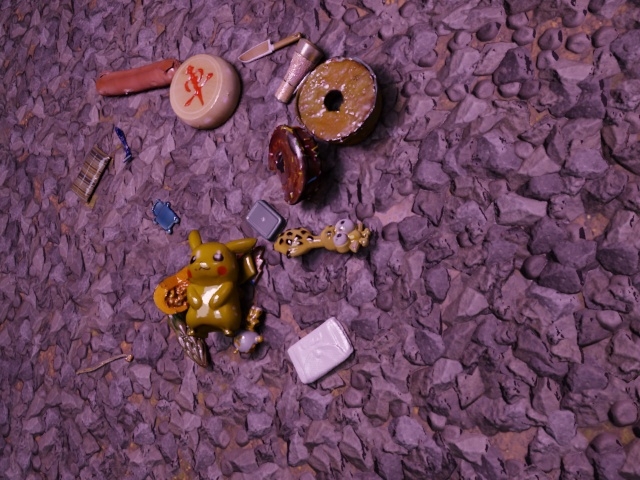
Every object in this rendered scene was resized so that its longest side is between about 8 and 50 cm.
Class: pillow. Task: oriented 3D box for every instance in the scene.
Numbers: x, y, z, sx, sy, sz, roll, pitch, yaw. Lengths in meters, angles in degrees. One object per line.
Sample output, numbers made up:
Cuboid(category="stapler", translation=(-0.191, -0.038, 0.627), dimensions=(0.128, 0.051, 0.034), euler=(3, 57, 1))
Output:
Cuboid(category="pillow", translation=(-0.873, -0.253, 2.118), dimensions=(0.113, 0.038, 0.203), euler=(33, 98, 29))

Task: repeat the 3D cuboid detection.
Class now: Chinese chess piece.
Cuboid(category="Chinese chess piece", translation=(-0.385, -0.495, 1.854), dimensions=(0.251, 0.097, 0.250), euler=(-5, 80, 29))

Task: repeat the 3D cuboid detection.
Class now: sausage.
Cuboid(category="sausage", translation=(-0.666, -0.587, 2.030), dimensions=(0.419, 0.094, 0.094), euler=(0, 43, 29))

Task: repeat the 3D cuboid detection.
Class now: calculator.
Cuboid(category="calculator", translation=(-0.536, -0.087, 1.915), dimensions=(0.141, 0.019, 0.094), euler=(43, 102, 29))

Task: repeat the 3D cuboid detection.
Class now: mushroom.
Cuboid(category="mushroom", translation=(-0.756, 0.431, 1.952), dimensions=(0.286, 0.028, 0.025), euler=(-17, 116, 27))

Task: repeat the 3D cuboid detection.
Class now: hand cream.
Cuboid(category="hand cream", translation=(-0.075, -0.508, 1.699), dimensions=(0.084, 0.084, 0.203), euler=(43, 108, 28))

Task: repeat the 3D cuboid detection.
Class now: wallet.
Cuboid(category="wallet", translation=(-0.002, 0.306, 1.546), dimensions=(0.183, 0.032, 0.124), euler=(-38, 63, 20))

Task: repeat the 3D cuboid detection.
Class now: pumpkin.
Cuboid(category="pumpkin", translation=(-0.432, 0.155, 1.753), dimensions=(0.184, 0.108, 0.118), euler=(-31, 94, -16))

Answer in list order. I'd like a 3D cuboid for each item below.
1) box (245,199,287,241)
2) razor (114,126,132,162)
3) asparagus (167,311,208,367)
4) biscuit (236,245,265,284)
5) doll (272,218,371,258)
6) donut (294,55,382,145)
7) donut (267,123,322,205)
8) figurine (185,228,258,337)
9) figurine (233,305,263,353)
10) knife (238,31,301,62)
Cuboid(category="box", translation=(-0.168, -0.062, 1.698), dimensions=(0.126, 0.031, 0.091), euler=(43, 103, 26))
Cuboid(category="razor", translation=(-0.726, -0.355, 2.059), dimensions=(0.044, 0.028, 0.154), euler=(-34, 68, 20))
Cuboid(category="asparagus", translation=(-0.427, 0.283, 1.759), dimensions=(0.080, 0.080, 0.287), euler=(-44, 65, 16))
Cuboid(category="biscuit", translation=(-0.214, 0.074, 1.708), dimensions=(0.120, 0.019, 0.129), euler=(-24, 71, 24))
Cuboid(category="doll", translation=(-0.001, 0.000, 1.565), dimensions=(0.291, 0.086, 0.117), euler=(-5, 50, 27))
Cuboid(category="donut", translation=(0.059, -0.387, 1.591), dimensions=(0.272, 0.107, 0.271), euler=(-8, 73, 28))
Cuboid(category="donut", translation=(-0.070, -0.227, 1.599), dimensions=(0.230, 0.096, 0.216), euler=(57, 146, 38))
Cuboid(category="figurine", translation=(-0.298, 0.125, 1.647), dimensions=(0.218, 0.169, 0.326), euler=(-2, 90, 12))
Cuboid(category="figurine", translation=(-0.206, 0.266, 1.645), dimensions=(0.143, 0.068, 0.101), euler=(-54, 45, 10))
Cuboid(category="knife", translation=(-0.165, -0.621, 1.795), dimensions=(0.256, 0.022, 0.046), euler=(-12, 82, 32))
